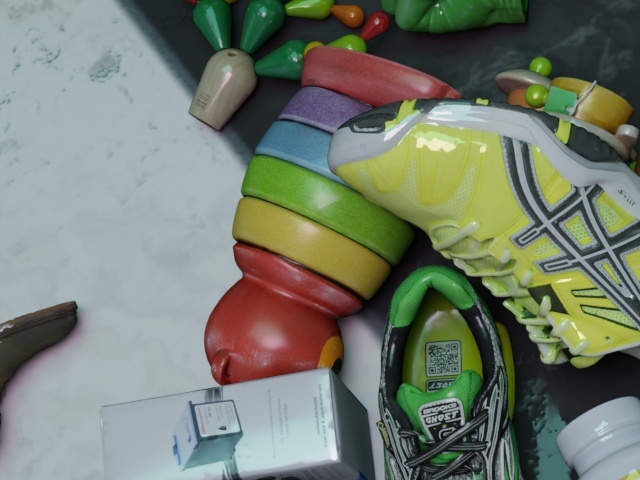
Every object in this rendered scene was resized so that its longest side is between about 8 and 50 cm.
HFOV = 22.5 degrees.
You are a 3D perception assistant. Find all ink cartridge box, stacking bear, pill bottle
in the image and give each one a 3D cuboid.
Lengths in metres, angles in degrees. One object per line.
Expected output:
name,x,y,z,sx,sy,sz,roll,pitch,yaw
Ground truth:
ink cartridge box,-0.063,0.169,1.290,0.191,0.139,0.082,-12,67,11
stacking bear,0.000,0.000,1.341,0.164,0.175,0.289,23,83,20
pill bottle,0.251,0.214,1.207,0.103,0.103,0.184,-28,63,3

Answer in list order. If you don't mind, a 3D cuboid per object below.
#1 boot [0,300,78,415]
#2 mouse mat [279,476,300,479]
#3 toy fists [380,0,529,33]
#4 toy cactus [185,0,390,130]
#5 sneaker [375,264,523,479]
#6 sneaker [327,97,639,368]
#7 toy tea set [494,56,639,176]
boot,-0.293,0.141,1.415,0.219,0.082,0.106,-29,85,-3
mouse mat,-0.053,0.284,1.244,0.190,0.152,0.007,-40,33,-3
toy fists,0.115,-0.315,1.468,0.142,0.096,0.279,-3,69,15
toy cactus,-0.061,-0.186,1.468,0.219,0.112,0.180,30,88,15
sneaker,0.094,0.182,1.239,0.134,0.146,0.343,-13,66,10
sneaker,0.181,0.010,1.209,0.385,0.145,0.147,21,73,-12
toy tea set,0.283,-0.097,1.279,0.336,0.200,0.124,19,81,26
